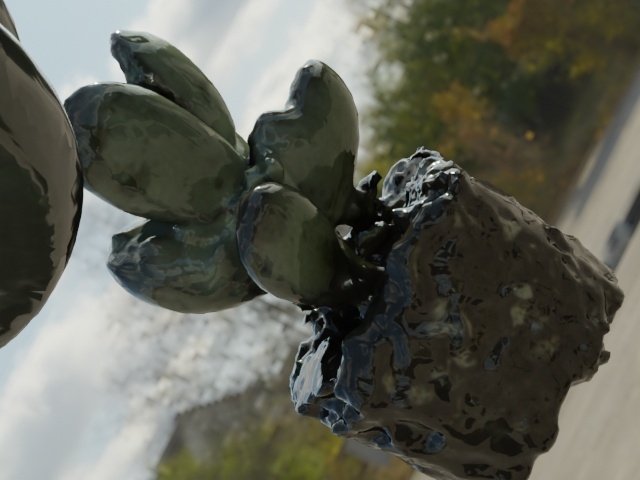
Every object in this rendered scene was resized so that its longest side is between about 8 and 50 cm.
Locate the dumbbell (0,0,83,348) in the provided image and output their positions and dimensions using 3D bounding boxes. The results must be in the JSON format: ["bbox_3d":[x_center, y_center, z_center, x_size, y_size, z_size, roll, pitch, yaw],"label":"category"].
[{"bbox_3d":[-0.154,-0.128,0.433,0.179,0.179,0.406,108,156,-58],"label":"dumbbell"}]

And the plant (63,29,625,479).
[{"bbox_3d":[0.001,0.000,0.845,0.149,0.274,0.146,-58,-2,-8],"label":"plant"}]
